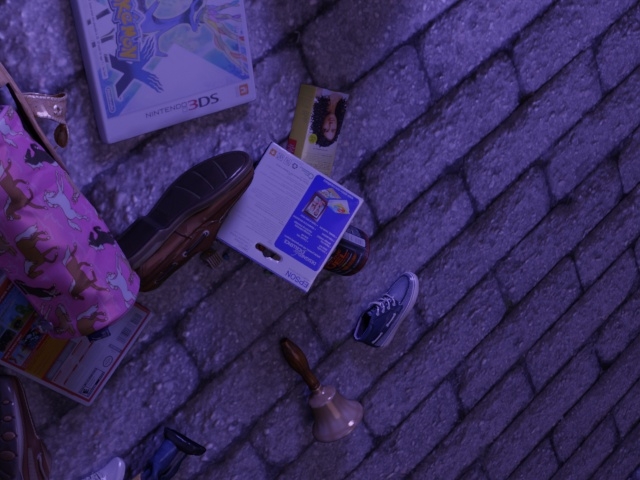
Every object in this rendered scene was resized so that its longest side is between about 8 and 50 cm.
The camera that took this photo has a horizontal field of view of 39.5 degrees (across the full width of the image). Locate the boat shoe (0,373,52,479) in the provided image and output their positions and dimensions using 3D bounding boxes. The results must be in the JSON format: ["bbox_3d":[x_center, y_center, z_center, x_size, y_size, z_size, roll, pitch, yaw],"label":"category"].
[{"bbox_3d":[-0.522,0.377,1.513,0.116,0.123,0.324,-27,119,-68],"label":"boat shoe"}]

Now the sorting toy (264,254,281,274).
[{"bbox_3d":[-0.075,0.047,1.792,0.083,0.012,0.062,-47,130,-15],"label":"sorting toy"}]

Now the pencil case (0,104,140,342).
[{"bbox_3d":[-0.438,-0.020,1.359,0.386,0.160,0.167,60,29,-29],"label":"pencil case"}]

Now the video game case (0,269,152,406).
[{"bbox_3d":[-0.447,0.144,1.525,0.285,0.025,0.204,40,81,-41],"label":"video game case"}]

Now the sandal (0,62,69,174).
[{"bbox_3d":[-0.427,-0.211,1.362,0.079,0.088,0.240,-40,122,-15],"label":"sandal"}]

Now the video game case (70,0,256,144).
[{"bbox_3d":[-0.256,-0.354,1.477,0.300,0.036,0.329,-23,120,-31],"label":"video game case"}]

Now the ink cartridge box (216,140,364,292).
[{"bbox_3d":[-0.060,-0.042,1.656,0.206,0.045,0.208,32,85,-6],"label":"ink cartridge box"}]

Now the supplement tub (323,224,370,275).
[{"bbox_3d":[0.000,0.000,1.772,0.198,0.106,0.106,21,93,-42],"label":"supplement tub"}]

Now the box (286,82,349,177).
[{"bbox_3d":[-0.017,-0.180,1.720,0.087,0.058,0.232,3,106,-38],"label":"box"}]

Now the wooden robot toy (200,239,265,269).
[{"bbox_3d":[-0.139,-0.002,1.679,0.173,0.079,0.076,-29,123,-27],"label":"wooden robot toy"}]

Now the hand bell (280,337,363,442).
[{"bbox_3d":[-0.018,0.300,1.897,0.126,0.126,0.242,-40,114,-20],"label":"hand bell"}]

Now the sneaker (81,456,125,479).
[{"bbox_3d":[-0.423,0.462,1.650,0.152,0.053,0.061,-50,127,-11],"label":"sneaker"}]

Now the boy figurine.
[{"bbox_3d":[-0.335,0.491,1.679,0.285,0.092,0.177,-58,168,-14],"label":"boy figurine"}]

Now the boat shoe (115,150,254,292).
[{"bbox_3d":[-0.233,-0.035,1.582,0.307,0.110,0.104,-39,131,-8],"label":"boat shoe"}]

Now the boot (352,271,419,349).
[{"bbox_3d":[0.145,0.150,1.969,0.086,0.069,0.190,22,94,-44],"label":"boot"}]
